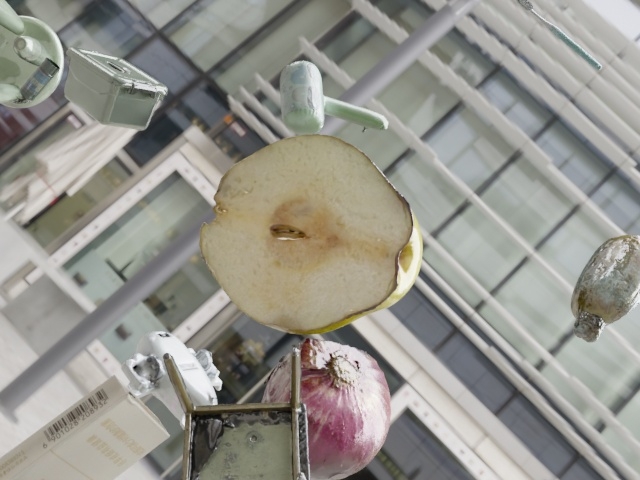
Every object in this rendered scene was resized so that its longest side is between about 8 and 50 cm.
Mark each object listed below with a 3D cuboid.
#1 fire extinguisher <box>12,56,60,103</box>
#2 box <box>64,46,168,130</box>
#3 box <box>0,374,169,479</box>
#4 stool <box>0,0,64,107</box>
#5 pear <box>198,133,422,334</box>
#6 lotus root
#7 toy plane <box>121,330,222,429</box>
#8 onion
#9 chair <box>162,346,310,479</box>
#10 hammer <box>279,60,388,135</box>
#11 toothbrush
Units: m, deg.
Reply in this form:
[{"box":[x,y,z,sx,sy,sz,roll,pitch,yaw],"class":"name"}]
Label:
[{"box":[-0.420,-0.231,1.192,0.025,0.083,0.038,46,7,16],"class":"fire extinguisher"},{"box":[-0.363,-0.259,1.396,0.172,0.093,0.124,35,21,35],"class":"box"},{"box":[-0.422,0.369,1.238,0.051,0.365,0.205,46,-14,29],"class":"box"},{"box":[-0.648,-0.382,1.626,0.195,0.195,0.198,50,5,6],"class":"stool"},{"box":[0.000,0.000,1.425,0.386,0.341,0.191,18,-3,23],"class":"pear"},{"box":[0.431,0.072,1.202,0.088,0.192,0.113,42,-25,-3],"class":"lotus root"},{"box":[-0.280,0.283,1.573,0.252,0.118,0.252,34,23,-16],"class":"toy plane"},{"box":[0.006,0.322,1.464,0.273,0.256,0.231,96,-12,-46],"class":"onion"},{"box":[-0.095,0.266,0.961,0.272,0.166,0.188,94,-6,-52],"class":"chair"},{"box":[0.043,-0.365,2.239,0.335,0.207,0.119,13,-31,-28],"class":"hammer"},{"box":[0.356,-0.307,1.195,0.167,0.011,0.014,37,-3,-10],"class":"toothbrush"}]
